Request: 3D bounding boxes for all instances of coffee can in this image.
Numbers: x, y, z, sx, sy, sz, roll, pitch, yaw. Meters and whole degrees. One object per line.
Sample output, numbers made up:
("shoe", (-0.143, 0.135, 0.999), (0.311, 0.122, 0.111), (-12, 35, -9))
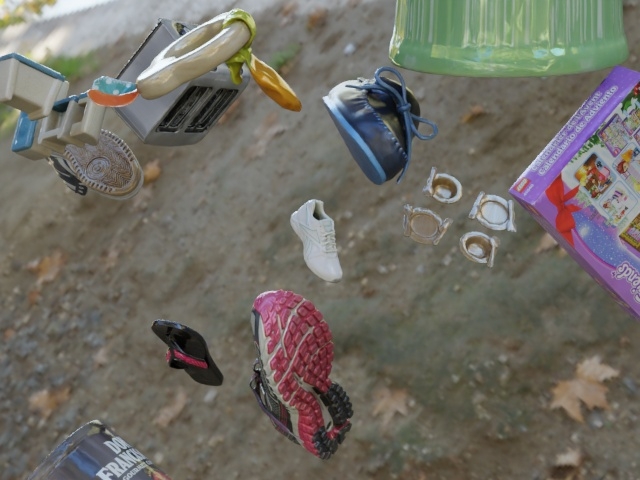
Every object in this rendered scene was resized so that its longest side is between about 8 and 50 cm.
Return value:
("coffee can", (-0.236, 0.387, 1.373), (0.201, 0.275, 0.201), (-51, -10, -13))

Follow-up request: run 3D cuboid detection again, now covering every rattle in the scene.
("rattle", (-0.145, -0.163, 1.244), (0.200, 0.142, 0.130), (-40, 42, -16))

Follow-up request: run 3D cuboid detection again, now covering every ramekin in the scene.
("ramekin", (0.236, -0.304, 1.384), (0.303, 0.303, 0.148), (-145, 50, -62))

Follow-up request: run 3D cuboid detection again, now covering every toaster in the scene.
("toaster", (-0.218, -0.230, 1.638), (0.185, 0.110, 0.168), (-47, -16, 21))

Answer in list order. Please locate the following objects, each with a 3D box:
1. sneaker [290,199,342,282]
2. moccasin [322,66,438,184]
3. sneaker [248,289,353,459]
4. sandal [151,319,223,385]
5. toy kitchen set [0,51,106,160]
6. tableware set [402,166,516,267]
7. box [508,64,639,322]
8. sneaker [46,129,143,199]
("sneaker", (0.000, 0.000, 1.792), (0.061, 0.054, 0.152), (-47, 58, 37))
("moccasin", (0.074, -0.176, 1.475), (0.117, 0.137, 0.342), (-29, 22, 4))
("sneaker", (-0.049, 0.186, 1.490), (0.112, 0.299, 0.121), (17, 50, 31))
("sandal", (-0.189, 0.171, 1.570), (0.067, 0.179, 0.040), (3, 54, 25))
("toy kitchen set", (-0.408, -0.209, 1.541), (0.207, 0.166, 0.122), (-6, 67, 46))
("tableware set", (0.205, -0.033, 1.606), (0.020, 0.169, 0.141), (110, -176, -54))
("box", (0.389, -0.045, 1.350), (0.201, 0.293, 0.057), (-49, 32, 0))
("sneaker", (-0.388, -0.124, 1.915), (0.282, 0.153, 0.099), (31, 74, 31))
